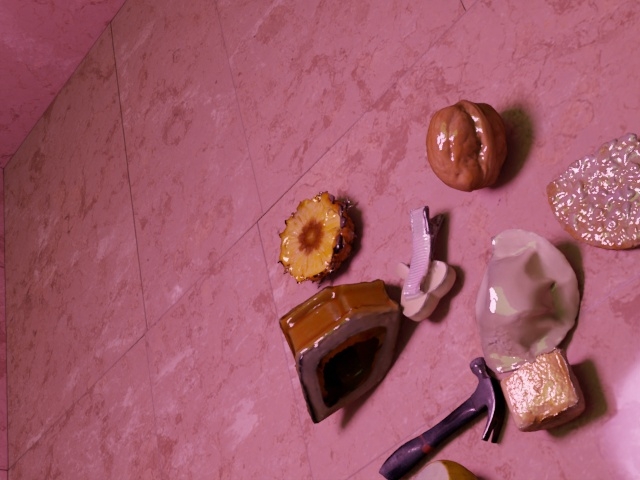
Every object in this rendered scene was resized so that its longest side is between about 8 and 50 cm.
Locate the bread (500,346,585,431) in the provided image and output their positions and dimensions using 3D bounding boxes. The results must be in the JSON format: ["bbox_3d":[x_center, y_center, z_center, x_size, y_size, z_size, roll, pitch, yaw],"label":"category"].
[{"bbox_3d":[0.351,0.239,1.527,0.125,0.082,0.106,-33,61,27],"label":"bread"}]

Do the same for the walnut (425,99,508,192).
[{"bbox_3d":[0.263,-0.170,1.756,0.149,0.166,0.167,4,78,61],"label":"walnut"}]

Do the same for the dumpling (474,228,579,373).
[{"bbox_3d":[0.334,0.106,1.589,0.166,0.126,0.216,5,63,25],"label":"dumpling"}]

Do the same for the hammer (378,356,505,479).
[{"bbox_3d":[0.208,0.339,1.696,0.290,0.037,0.137,-46,42,28],"label":"hammer"}]

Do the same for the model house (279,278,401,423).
[{"bbox_3d":[0.031,0.175,1.913,0.268,0.173,0.239,-34,32,4],"label":"model house"}]

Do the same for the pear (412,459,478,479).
[{"bbox_3d":[0.210,0.437,1.599,0.141,0.104,0.141,-47,19,22],"label":"pear"}]

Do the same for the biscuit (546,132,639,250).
[{"bbox_3d":[0.469,-0.077,1.548,0.265,0.040,0.188,20,91,52],"label":"biscuit"}]

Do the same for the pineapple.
[{"bbox_3d":[0.000,0.000,2.075,0.224,0.076,0.225,-21,60,42],"label":"pineapple"}]

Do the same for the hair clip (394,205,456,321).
[{"bbox_3d":[0.185,0.050,1.827,0.159,0.071,0.219,-25,50,52],"label":"hair clip"}]
